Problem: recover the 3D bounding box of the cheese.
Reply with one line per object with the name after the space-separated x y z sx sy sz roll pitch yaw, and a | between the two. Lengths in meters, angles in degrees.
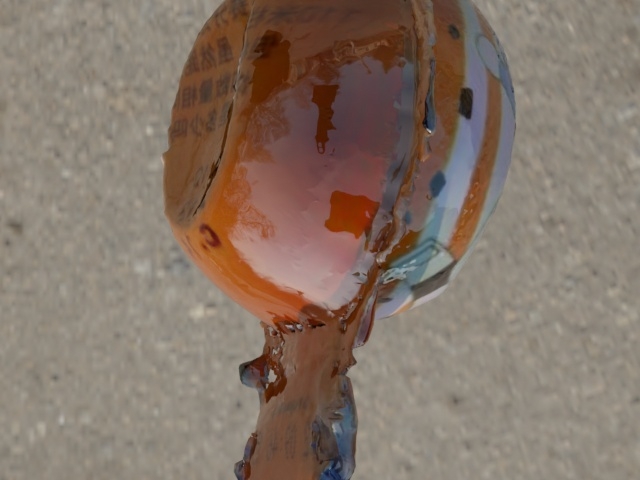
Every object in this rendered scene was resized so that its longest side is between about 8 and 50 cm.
0.000 0.000 0.884 0.129 0.217 0.329 11 76 -20 | cheese
